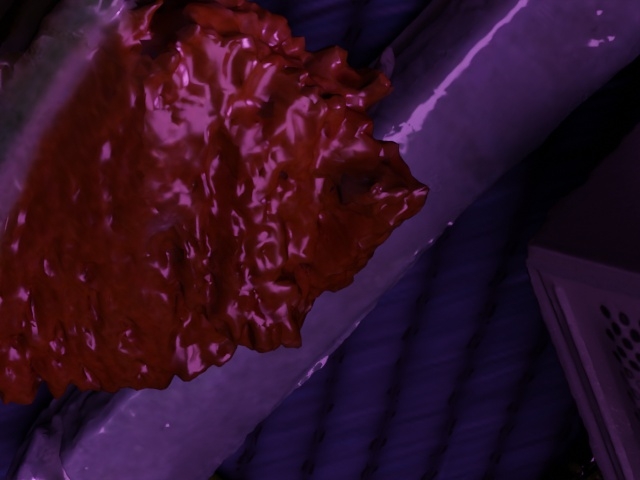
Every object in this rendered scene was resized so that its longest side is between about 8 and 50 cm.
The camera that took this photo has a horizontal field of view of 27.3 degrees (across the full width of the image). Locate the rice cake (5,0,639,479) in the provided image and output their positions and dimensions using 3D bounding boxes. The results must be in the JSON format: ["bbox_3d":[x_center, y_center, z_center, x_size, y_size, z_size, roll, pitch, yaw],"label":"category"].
[{"bbox_3d":[0.000,0.000,0.530,0.066,0.063,0.336,40,101,-24],"label":"rice cake"}]

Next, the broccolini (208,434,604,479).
[{"bbox_3d":[0.059,0.124,0.617,0.271,0.062,0.123,17,102,-18],"label":"broccolini"}]

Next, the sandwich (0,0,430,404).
[{"bbox_3d":[-0.065,-0.013,0.466,0.159,0.109,0.185,28,113,-7],"label":"sandwich"}]

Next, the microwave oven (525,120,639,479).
[{"bbox_3d":[0.308,0.109,0.493,0.374,0.236,0.432,-39,122,-25],"label":"microwave oven"}]
